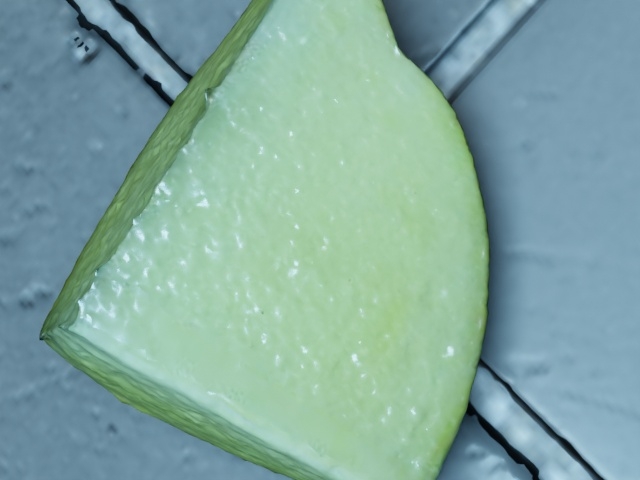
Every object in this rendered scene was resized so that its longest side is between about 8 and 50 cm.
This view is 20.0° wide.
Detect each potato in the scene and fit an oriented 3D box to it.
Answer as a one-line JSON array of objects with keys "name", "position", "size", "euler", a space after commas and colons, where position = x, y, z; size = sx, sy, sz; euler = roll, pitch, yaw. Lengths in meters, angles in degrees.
[{"name": "potato", "position": [0.000, 0.000, 0.574], "size": [0.120, 0.081, 0.149], "euler": [33, 77, -11]}]
